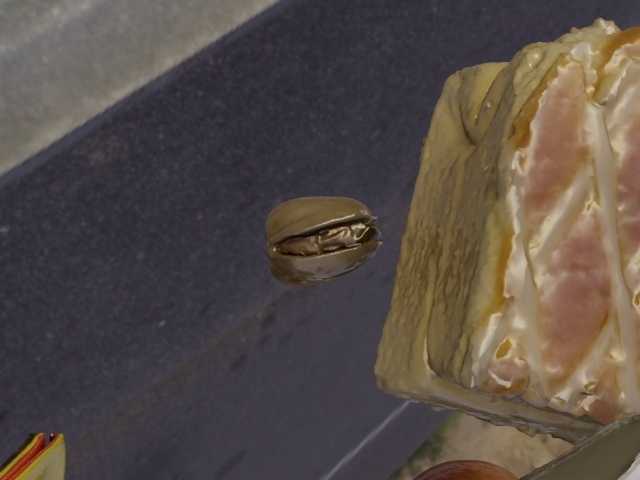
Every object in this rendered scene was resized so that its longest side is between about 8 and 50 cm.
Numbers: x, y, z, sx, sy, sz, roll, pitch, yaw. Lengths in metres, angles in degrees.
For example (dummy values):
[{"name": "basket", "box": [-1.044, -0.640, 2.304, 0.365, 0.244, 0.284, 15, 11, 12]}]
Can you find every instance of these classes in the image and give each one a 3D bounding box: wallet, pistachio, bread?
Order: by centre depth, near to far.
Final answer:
[{"name": "bread", "box": [0.289, 0.018, 0.897, 0.279, 0.371, 0.390, 162, -56, -76]}, {"name": "pistachio", "box": [0.000, 0.000, 1.056, 0.113, 0.149, 0.113, -5, 90, -77]}, {"name": "wallet", "box": [-0.434, 0.379, 1.232, 0.241, 0.067, 0.141, -56, 151, -73]}]

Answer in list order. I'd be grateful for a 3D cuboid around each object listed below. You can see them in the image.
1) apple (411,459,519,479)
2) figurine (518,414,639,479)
[{"name": "apple", "box": [0.242, 0.555, 1.643, 0.301, 0.301, 0.301, -41, 157, -21]}, {"name": "figurine", "box": [0.181, 0.251, 0.625, 0.250, 0.141, 0.166, -43, 173, 22]}]
